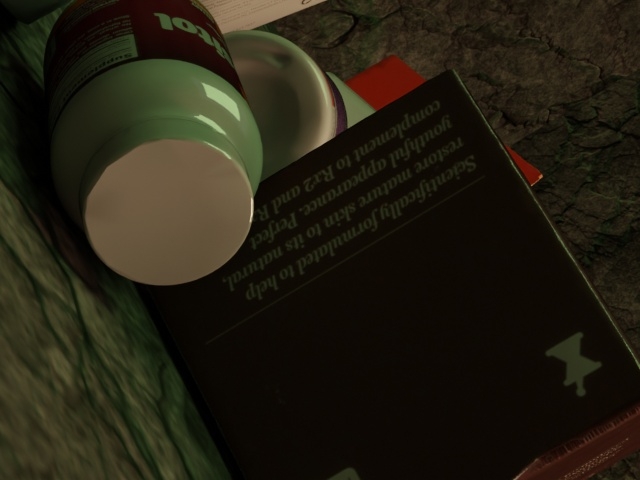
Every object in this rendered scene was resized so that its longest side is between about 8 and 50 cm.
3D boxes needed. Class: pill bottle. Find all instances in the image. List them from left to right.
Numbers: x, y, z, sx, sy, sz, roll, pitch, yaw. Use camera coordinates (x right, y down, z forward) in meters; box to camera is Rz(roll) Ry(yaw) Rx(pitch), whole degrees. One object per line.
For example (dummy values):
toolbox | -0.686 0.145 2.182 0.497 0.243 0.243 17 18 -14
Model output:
pill bottle | -0.071 -0.047 0.568 0.086 0.086 0.152 56 7 -32
pill bottle | -0.037 -0.082 0.942 0.108 0.108 0.193 59 6 2

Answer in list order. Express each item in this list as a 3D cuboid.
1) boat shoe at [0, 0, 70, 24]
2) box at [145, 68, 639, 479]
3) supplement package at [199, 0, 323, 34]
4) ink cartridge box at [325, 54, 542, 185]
boat shoe | -0.119 -0.222 0.706 0.136 0.156 0.367 57 6 -20
box | 0.048 0.056 0.648 0.167 0.168 0.203 61 5 18
supplement package | -0.073 -0.309 1.019 0.177 0.175 0.293 61 -17 20
ink cartridge box | 0.064 -0.078 1.128 0.189 0.232 0.066 42 -37 16
